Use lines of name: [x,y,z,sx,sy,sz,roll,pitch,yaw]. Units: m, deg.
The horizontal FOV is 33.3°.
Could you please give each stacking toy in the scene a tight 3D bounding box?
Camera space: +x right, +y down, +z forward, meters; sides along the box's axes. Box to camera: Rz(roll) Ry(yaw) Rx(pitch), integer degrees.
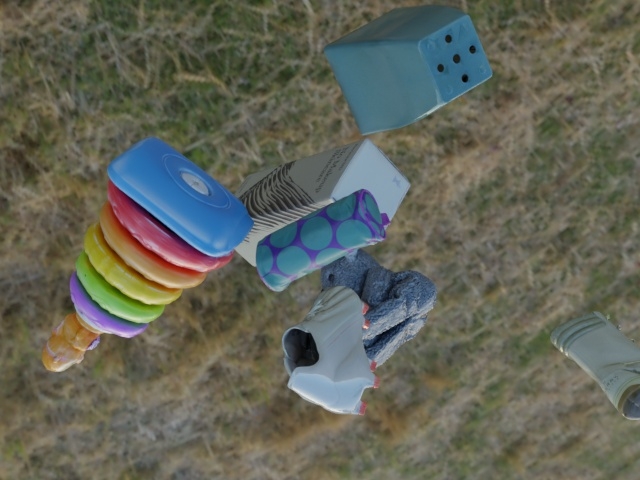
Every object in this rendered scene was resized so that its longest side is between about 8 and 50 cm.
stacking toy: [-0.228,0.045,1.233,0.165,0.175,0.302,38,107,-5]

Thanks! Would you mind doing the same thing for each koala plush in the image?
koala plush: [0.082,0.088,2.002,0.203,0.221,0.196,-35,148,-13]

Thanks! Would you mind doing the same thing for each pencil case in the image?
pencil case: [0.000,0.000,1.218,0.151,0.065,0.070,-26,154,20]

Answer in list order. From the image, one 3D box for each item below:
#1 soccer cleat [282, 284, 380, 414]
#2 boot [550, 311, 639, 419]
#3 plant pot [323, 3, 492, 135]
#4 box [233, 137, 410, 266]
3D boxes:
soccer cleat: [0.002,0.084,0.935,0.076,0.196,0.068,21,108,-13]
boot: [0.425,0.163,1.426,0.213,0.165,0.077,3,118,-35]
plant pot: [0.152,-0.281,1.718,0.165,0.234,0.166,-32,106,-21]
box: [-0.018,-0.045,1.433,0.094,0.113,0.275,45,147,-23]
